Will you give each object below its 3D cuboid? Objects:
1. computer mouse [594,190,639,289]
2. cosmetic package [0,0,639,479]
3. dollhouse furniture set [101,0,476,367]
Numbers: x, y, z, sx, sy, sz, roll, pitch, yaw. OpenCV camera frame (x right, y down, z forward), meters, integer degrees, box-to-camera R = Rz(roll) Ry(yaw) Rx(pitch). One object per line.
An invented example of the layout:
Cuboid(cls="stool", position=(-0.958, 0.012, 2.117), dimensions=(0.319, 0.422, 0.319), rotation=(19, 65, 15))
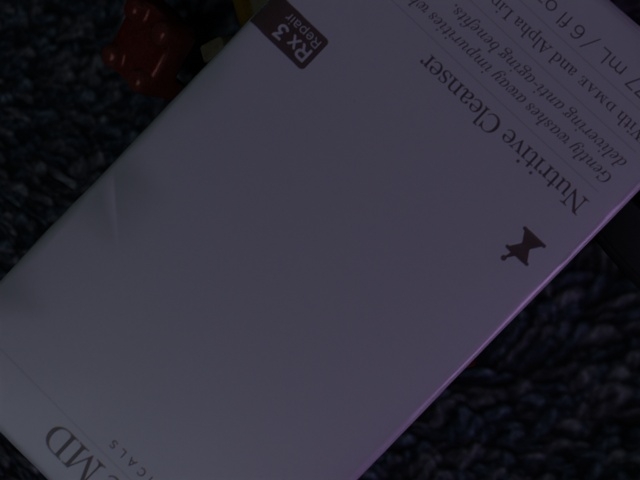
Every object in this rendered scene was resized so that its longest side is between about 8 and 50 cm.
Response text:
Cuboid(cls="computer mouse", position=(0.254, 0.004, 0.649), dimensions=(0.272, 0.072, 0.188), rotation=(34, 122, 11))
Cuboid(cls="cosmetic package", position=(0.000, 0.000, 0.567), dimensions=(0.217, 0.156, 0.385), rotation=(42, 89, 3))
Cuboid(cls="dollhouse furniture set", position=(-0.041, -0.043, 0.766), dimensions=(0.201, 0.152, 0.374), rotation=(-18, 84, 33))
